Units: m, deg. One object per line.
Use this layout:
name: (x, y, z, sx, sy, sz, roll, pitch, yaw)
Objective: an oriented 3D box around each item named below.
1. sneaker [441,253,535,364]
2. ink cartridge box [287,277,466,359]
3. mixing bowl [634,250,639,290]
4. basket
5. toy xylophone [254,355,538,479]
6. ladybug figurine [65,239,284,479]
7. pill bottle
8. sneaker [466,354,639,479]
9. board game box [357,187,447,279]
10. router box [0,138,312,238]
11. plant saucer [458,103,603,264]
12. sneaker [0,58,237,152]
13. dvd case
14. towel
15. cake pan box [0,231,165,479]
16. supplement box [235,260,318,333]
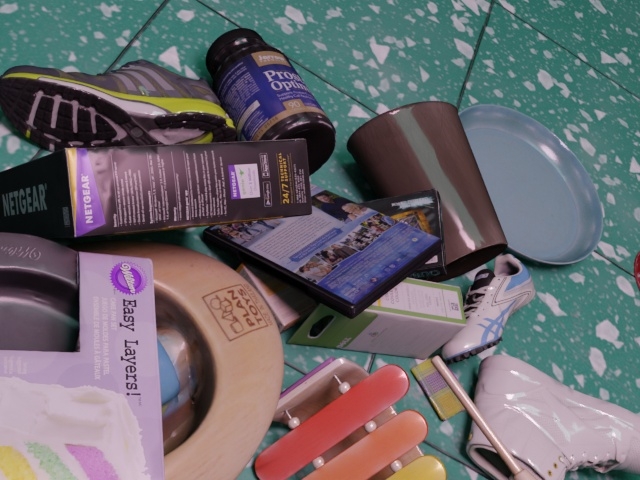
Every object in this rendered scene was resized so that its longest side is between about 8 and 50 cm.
sneaker: (0.227, 0.097, 1.159, 0.086, 0.085, 0.237, 56, 43, -3)
ink cartridge box: (0.069, 0.094, 1.057, 0.209, 0.109, 0.062, 10, 55, -24)
mixing bowl: (0.645, 0.064, 1.415, 0.181, 0.098, 0.181, 16, 52, -21)
basket: (0.165, -0.066, 1.196, 0.204, 0.154, 0.227, -5, 66, -44)
toy xylophone: (0.090, 0.263, 0.905, 0.323, 0.236, 0.081, 48, 8, 15)
ladybug figurine: (-0.231, 0.163, 0.802, 0.449, 0.162, 0.305, -23, 72, -38)
pill bottle: (-0.077, -0.192, 1.146, 0.122, 0.123, 0.219, -8, 53, -34)
sneaker: (0.326, 0.287, 1.085, 0.292, 0.108, 0.169, 25, 51, -1)
board game box: (0.071, 0.002, 1.095, 0.186, 0.026, 0.126, -10, 54, 16)
router box: (-0.192, -0.050, 0.877, 0.243, 0.309, 0.081, -7, 93, -32)
plant saucer: (0.332, -0.090, 1.376, 0.317, 0.044, 0.318, 15, 54, -21)
sneaker: (-0.263, -0.178, 1.068, 0.300, 0.111, 0.121, 7, 44, -31)
dvd case: (0.000, 0.000, 1.046, 0.253, 0.022, 0.180, 26, 43, 34)
towel: (0.162, 0.198, 1.106, 0.060, 0.009, 0.083, -20, 70, -37)
cake pan box: (-0.254, 0.121, 0.666, 0.245, 0.070, 0.267, 9, 55, -27)
supplement box: (-0.058, 0.065, 1.051, 0.062, 0.036, 0.098, -25, 74, -39)
